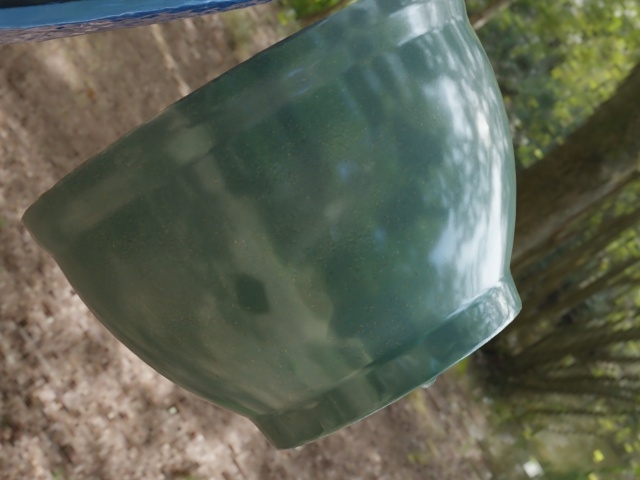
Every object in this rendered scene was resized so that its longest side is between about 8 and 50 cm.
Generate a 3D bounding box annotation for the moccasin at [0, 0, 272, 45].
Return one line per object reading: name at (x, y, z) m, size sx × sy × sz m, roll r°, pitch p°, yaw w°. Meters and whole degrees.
moccasin at (-0.123, -0.141, 0.528) m, size 0.342 × 0.137 × 0.117 m, roll -13°, pitch 98°, yaw -41°

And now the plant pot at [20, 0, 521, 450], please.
plant pot at (0.000, 0.000, 0.785) m, size 0.196 × 0.293 × 0.293 m, roll 59°, pitch 12°, yaw -1°
